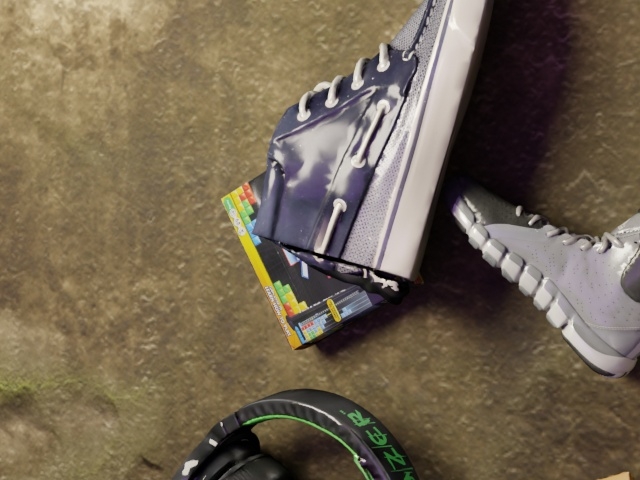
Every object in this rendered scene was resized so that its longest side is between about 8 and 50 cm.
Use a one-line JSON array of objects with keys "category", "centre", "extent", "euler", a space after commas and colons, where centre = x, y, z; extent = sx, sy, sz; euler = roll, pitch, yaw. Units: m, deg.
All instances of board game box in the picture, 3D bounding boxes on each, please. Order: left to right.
[{"category": "board game box", "centre": [0.000, 0.000, 1.258], "extent": [0.141, 0.048, 0.170], "euler": [-32, 78, 27]}]

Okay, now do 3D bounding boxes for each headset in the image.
[{"category": "headset", "centre": [-0.075, 0.309, 1.238], "extent": [0.394, 0.185, 0.243], "euler": [-43, 73, 33]}]

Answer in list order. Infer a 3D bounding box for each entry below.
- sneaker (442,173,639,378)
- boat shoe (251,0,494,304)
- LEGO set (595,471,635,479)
[{"category": "sneaker", "centre": [0.223, -0.002, 1.128], "extent": [0.228, 0.086, 0.132], "euler": [47, 108, 7]}, {"category": "boat shoe", "centre": [0.048, -0.126, 1.149], "extent": [0.158, 0.127, 0.340], "euler": [16, 90, 9]}, {"category": "LEGO set", "centre": [0.331, 0.149, 1.062], "extent": [0.287, 0.132, 0.107], "euler": [-41, 54, 52]}]
